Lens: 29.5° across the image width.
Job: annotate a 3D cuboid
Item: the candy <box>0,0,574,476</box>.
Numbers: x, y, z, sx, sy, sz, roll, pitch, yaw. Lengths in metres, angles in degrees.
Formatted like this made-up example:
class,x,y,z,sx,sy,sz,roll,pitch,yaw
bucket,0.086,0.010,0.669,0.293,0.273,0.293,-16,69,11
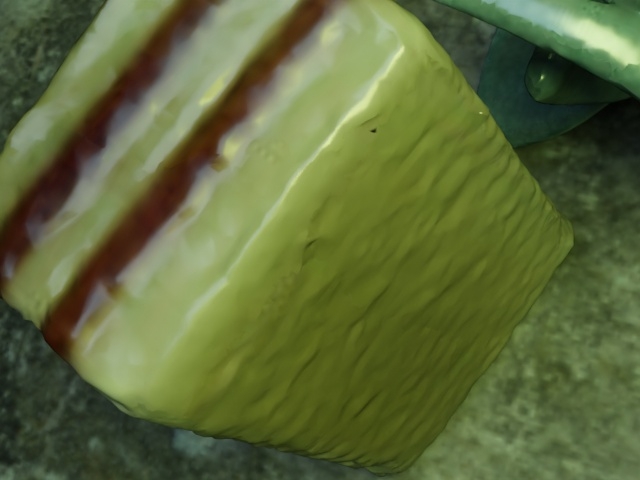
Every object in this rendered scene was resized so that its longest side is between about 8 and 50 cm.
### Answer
class,x,y,z,sx,sy,sz,roll,pitch,yaw
candy,0.000,0.000,0.567,0.135,0.321,0.179,38,91,24

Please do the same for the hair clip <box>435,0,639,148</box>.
class,x,y,z,sx,sy,sz,roll,pitch,yaw
hair clip,0.208,-0.174,0.550,0.392,0.238,0.318,27,89,28
